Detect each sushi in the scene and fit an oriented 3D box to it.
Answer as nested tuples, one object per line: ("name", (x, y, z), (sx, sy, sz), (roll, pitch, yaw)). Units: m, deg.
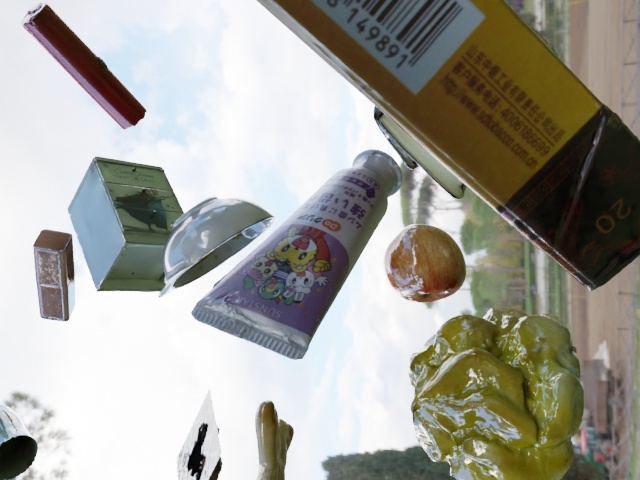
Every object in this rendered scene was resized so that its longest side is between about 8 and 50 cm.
("sushi", (-0.263, 0.500, 1.416), (0.231, 0.047, 0.219), (-64, 25, 17))

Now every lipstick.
("lipstick", (-0.461, -0.338, 1.214), (0.279, 0.073, 0.073), (50, -139, -42))
("lipstick", (-0.381, 0.053, 0.884), (0.045, 0.045, 0.145), (-87, 10, -49))

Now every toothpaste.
("toothpaste", (0.000, 0.000, 0.626), (0.299, 0.114, 0.073), (-50, -28, -46))

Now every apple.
("apple", (0.186, 0.041, 1.113), (0.146, 0.147, 0.130), (42, -147, -65))

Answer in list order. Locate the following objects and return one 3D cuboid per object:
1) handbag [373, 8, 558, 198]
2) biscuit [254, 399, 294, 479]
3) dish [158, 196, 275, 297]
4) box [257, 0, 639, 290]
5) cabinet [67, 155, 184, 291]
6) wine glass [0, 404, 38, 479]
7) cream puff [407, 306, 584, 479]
("handbag", (0.256, -0.279, 1.097), (0.237, 0.160, 0.358), (42, -127, -14))
("biscuit", (-0.085, 0.402, 1.077), (0.164, 0.047, 0.207), (72, -166, -53))
("dish", (-0.189, -0.005, 0.997), (0.086, 0.228, 0.236), (55, -167, 4))
("box", (0.097, -0.156, 0.541), (0.415, 0.115, 0.264), (36, -165, -18))
("cabinet", (-0.352, -0.027, 1.146), (0.145, 0.150, 0.206), (5, -136, -46))
("wine glass", (-0.556, 0.319, 1.034), (0.093, 0.202, 0.092), (-20, -62, -44))
("cream puff", (0.262, 0.248, 1.006), (0.324, 0.258, 0.291), (-77, 0, -47))
